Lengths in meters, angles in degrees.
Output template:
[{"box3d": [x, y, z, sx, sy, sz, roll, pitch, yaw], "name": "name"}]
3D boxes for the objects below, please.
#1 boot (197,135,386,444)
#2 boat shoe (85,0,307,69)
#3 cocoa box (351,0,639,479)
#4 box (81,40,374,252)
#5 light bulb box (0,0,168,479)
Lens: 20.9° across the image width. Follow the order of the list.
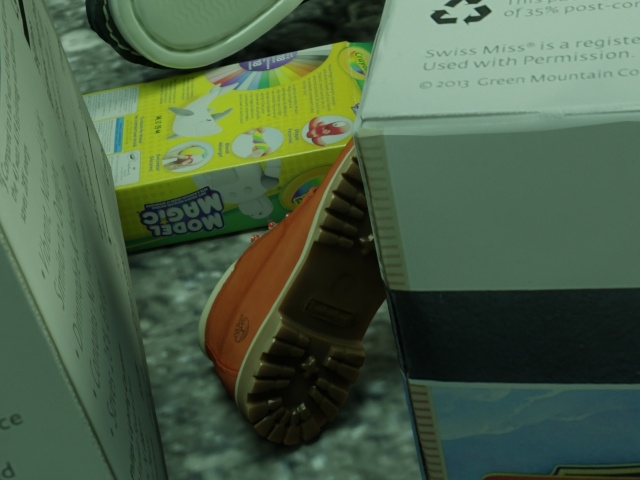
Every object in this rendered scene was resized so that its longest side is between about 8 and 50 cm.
[{"box3d": [0.000, 0.000, 0.739, 0.158, 0.059, 0.084, -58, 31, 4], "name": "boot"}, {"box3d": [0.002, -0.195, 0.963, 0.302, 0.114, 0.091, -28, 18, -18], "name": "boat shoe"}, {"box3d": [0.209, -0.015, 0.595, 0.347, 0.228, 0.231, -2, 36, 14], "name": "cocoa box"}, {"box3d": [-0.043, -0.049, 0.882, 0.179, 0.043, 0.105, -12, 35, 6], "name": "box"}, {"box3d": [-0.216, -0.057, 0.604, 0.225, 0.361, 0.358, -19, 32, -1], "name": "light bulb box"}]
